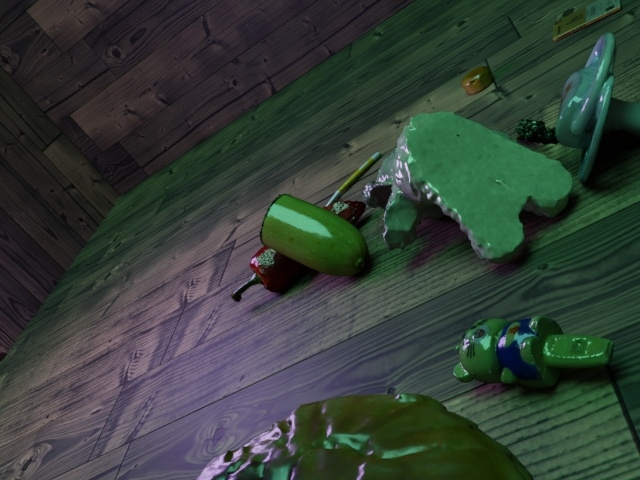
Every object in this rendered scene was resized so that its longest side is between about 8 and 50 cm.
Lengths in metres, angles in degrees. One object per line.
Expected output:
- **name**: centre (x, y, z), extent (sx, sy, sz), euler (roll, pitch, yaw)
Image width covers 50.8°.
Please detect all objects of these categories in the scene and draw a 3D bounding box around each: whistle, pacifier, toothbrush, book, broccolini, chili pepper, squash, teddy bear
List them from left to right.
- **chili pepper**: centre (-0.054, 0.022, 1.587), extent (0.388, 0.110, 0.110), euler (-37, 23, -6)
- **squash**: centre (0.000, 0.000, 1.451), extent (0.247, 0.132, 0.132), euler (26, 60, 26)
- **toothbrush**: centre (0.063, -0.147, 1.816), extent (0.288, 0.024, 0.021), euler (-45, 22, -16)
- **teddy bear**: centre (0.254, -0.084, 1.326), extent (0.327, 0.375, 0.362), euler (-43, -19, -14)
- **whistle**: centre (0.271, 0.146, 0.891), extent (0.228, 0.085, 0.105), euler (-10, 40, 49)
- **broccolini**: centre (0.407, -0.202, 1.319), extent (0.058, 0.071, 0.254), euler (-30, 0, 8)
- **book**: centre (0.681, -0.575, 1.725), extent (0.172, 0.012, 0.118), euler (-22, 27, 34)
- **pacifier**: centre (0.520, -0.224, 1.151), extent (0.207, 0.227, 0.279), euler (15, 45, 13)

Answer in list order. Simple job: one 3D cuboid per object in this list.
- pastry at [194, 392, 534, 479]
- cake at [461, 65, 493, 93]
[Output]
- **pastry**: centre (0.036, 0.332, 0.655), extent (0.410, 0.244, 0.409), euler (-18, 23, 8)
- **cake**: centre (0.418, -0.430, 1.802), extent (0.084, 0.044, 0.084), euler (-31, 22, 14)
